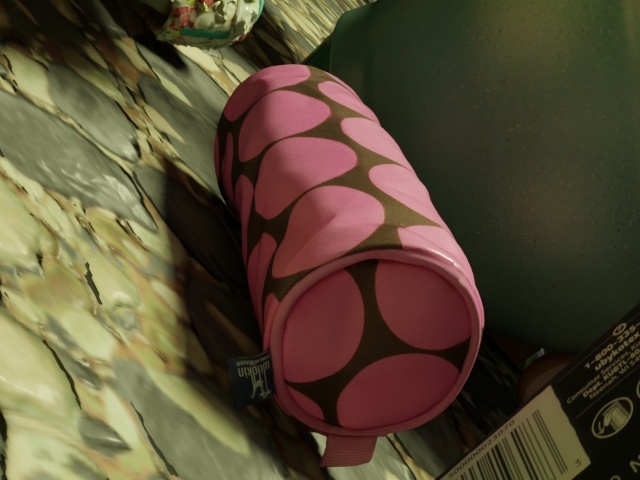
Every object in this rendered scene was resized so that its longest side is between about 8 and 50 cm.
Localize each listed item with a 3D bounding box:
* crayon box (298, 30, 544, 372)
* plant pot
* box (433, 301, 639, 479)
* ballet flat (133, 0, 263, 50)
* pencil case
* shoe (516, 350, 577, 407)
[{"bbox_3d":[0.122,-0.040,0.967,0.323,0.083,0.203,47,24,-4],"label":"crayon box"},{"bbox_3d":[0.118,-0.066,0.734,0.293,0.196,0.293,-6,90,-76],"label":"plant pot"},{"bbox_3d":[0.181,0.167,0.447,0.270,0.165,0.143,44,13,-18],"label":"box"},{"bbox_3d":[-0.127,-0.211,0.773,0.077,0.091,0.241,-20,59,-41],"label":"ballet flat"},{"bbox_3d":[0.000,0.000,0.536,0.095,0.098,0.209,-2,28,-8],"label":"pencil case"},{"bbox_3d":[0.205,0.143,0.788,0.219,0.076,0.058,42,9,-31],"label":"shoe"}]
